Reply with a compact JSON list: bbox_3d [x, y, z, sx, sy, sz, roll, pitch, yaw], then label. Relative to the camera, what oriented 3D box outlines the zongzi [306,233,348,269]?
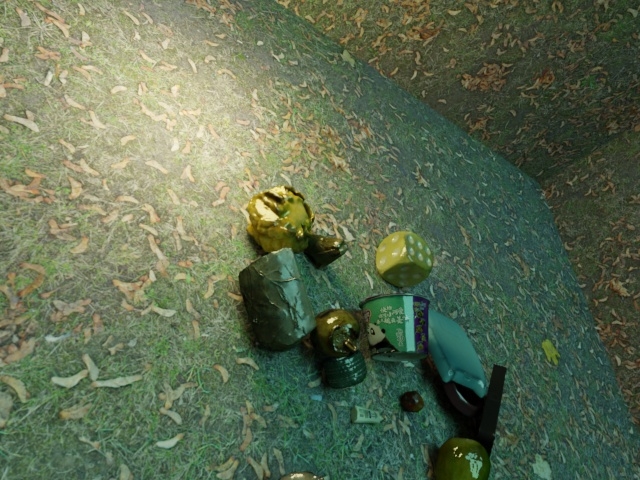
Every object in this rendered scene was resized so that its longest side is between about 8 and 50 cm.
[{"bbox_3d":[0.000,0.000,1.574,0.176,0.160,0.078,53,45,-2],"label":"zongzi"}]

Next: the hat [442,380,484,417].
[{"bbox_3d":[0.522,0.572,1.694,0.206,0.089,0.205,28,34,-21],"label":"hat"}]

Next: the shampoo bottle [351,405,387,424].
[{"bbox_3d":[0.155,0.553,1.418,0.141,0.034,0.048,23,42,-30],"label":"shampoo bottle"}]

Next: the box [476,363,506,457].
[{"bbox_3d":[0.632,0.647,1.679,0.350,0.058,0.211,-50,142,-48],"label":"box"}]

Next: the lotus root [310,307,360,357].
[{"bbox_3d":[0.045,0.277,1.351,0.154,0.278,0.153,0,89,-7],"label":"lotus root"}]

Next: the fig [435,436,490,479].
[{"bbox_3d":[0.454,0.759,1.460,0.167,0.167,0.233,22,72,-30],"label":"fig"}]

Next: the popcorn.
[{"bbox_3d":[-0.130,-0.067,1.483,0.250,0.190,0.250,25,38,-22],"label":"popcorn"}]

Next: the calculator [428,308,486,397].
[{"bbox_3d":[0.513,0.414,1.767,0.256,0.054,0.386,27,26,-19],"label":"calculator"}]

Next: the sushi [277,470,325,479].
[{"bbox_3d":[-0.071,0.694,0.981,0.235,0.207,0.348,10,42,13],"label":"sushi"}]

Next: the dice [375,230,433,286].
[{"bbox_3d":[0.337,0.076,1.820,0.169,0.169,0.166,28,47,-26],"label":"dice"}]

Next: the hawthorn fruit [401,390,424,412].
[{"bbox_3d":[0.315,0.551,1.542,0.077,0.077,0.077,24,48,-29],"label":"hawthorn fruit"}]

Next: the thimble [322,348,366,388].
[{"bbox_3d":[0.075,0.394,1.390,0.135,0.119,0.090,-8,82,-63],"label":"thimble"}]

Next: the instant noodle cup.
[{"bbox_3d":[0.260,0.306,1.551,0.251,0.251,0.190,16,61,-34],"label":"instant noodle cup"}]

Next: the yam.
[{"bbox_3d":[-0.122,0.180,1.313,0.202,0.202,0.271,-24,76,-4],"label":"yam"}]
